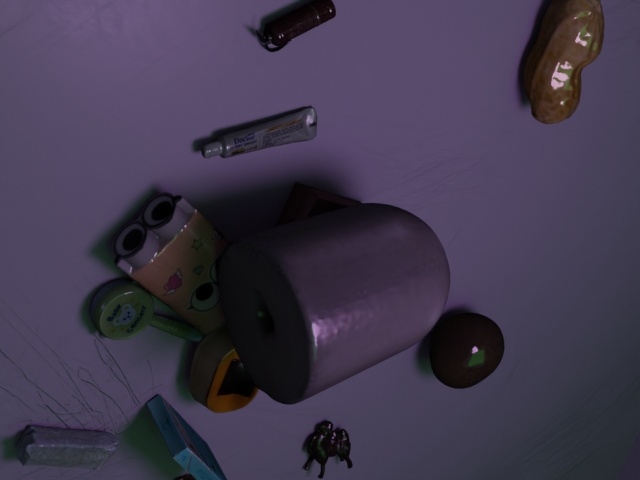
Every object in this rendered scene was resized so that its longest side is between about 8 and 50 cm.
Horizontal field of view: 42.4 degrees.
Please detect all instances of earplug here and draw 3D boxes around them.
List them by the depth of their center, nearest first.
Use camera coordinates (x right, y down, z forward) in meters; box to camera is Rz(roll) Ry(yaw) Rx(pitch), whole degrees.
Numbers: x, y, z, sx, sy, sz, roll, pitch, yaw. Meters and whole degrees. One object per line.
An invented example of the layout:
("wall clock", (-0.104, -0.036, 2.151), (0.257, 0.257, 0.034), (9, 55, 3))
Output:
("earplug", (0.046, 0.090, 1.548), (0.394, 0.312, 0.313), (-19, 129, -33))

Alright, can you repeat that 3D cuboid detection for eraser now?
("eraser", (-0.246, 0.046, 1.551), (0.171, 0.087, 0.290), (-47, 138, -5))

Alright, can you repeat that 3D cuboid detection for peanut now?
("peanut", (0.543, -0.411, 1.850), (0.147, 0.147, 0.306), (-2, 121, -39))

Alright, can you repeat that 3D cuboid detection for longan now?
("longan", (0.379, 0.284, 2.166), (0.212, 0.198, 0.198), (-37, 136, 0))

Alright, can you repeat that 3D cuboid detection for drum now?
("drum", (-0.318, 0.134, 1.580), (0.253, 0.049, 0.130), (8, 113, -42))

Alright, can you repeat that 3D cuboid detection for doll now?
("doll", (0.023, 0.532, 2.135), (0.139, 0.057, 0.165), (-11, 120, -31))

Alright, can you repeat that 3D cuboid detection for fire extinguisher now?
("fire extinguisher", (-0.048, -0.376, 1.461), (0.157, 0.045, 0.078), (-33, 156, -20))

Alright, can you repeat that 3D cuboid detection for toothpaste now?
("toothpaste", (-0.109, -0.193, 1.538), (0.255, 0.037, 0.067), (-20, 124, -33))

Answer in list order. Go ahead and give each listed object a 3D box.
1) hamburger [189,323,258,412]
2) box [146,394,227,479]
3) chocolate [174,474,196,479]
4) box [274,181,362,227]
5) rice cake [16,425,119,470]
("hamburger", (-0.189, 0.263, 1.737), (0.173, 0.116, 0.210), (1, 122, -31))
("box", (-0.274, 0.441, 1.745), (0.041, 0.162, 0.229), (-36, 136, -7))
("chocolate", (-0.307, 0.654, 1.915), (0.148, 0.093, 0.214), (-32, 134, -21))
("box", (0.000, 0.000, 1.725), (0.215, 0.086, 0.215), (13, 109, -44))
("rice cake", (-0.495, 0.406, 1.610), (0.206, 0.063, 0.069), (16, 113, -43))
